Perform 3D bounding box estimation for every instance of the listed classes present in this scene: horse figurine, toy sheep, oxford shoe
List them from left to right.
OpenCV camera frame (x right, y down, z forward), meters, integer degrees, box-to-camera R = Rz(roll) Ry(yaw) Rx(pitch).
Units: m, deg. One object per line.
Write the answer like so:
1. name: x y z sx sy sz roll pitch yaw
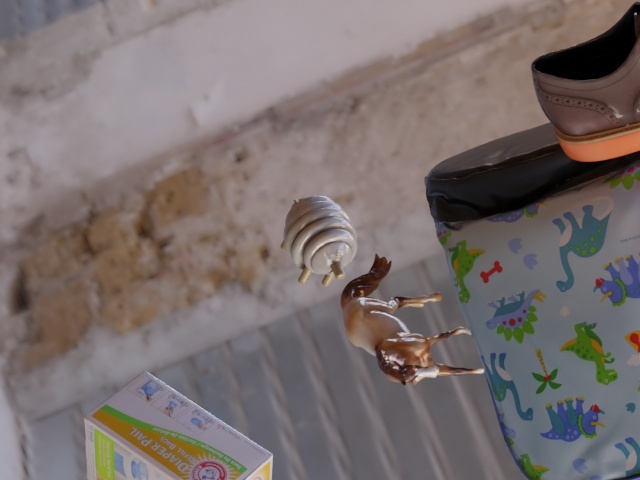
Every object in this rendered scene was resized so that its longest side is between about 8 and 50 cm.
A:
1. toy sheep: 0.000 0.000 1.829 0.132 0.091 0.091 57 -3 39
2. horse figurine: 0.101 0.113 2.068 0.263 0.175 0.066 45 -47 45
3. oxford shoe: 0.297 -0.147 1.284 0.098 0.271 0.097 53 27 -33

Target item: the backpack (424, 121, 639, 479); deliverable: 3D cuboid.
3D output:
1. backpack: 0.265 0.071 1.498 0.273 0.290 0.355 -40 112 -60

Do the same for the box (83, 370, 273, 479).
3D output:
1. box: -0.163 0.260 1.865 0.203 0.103 0.114 30 -43 27
